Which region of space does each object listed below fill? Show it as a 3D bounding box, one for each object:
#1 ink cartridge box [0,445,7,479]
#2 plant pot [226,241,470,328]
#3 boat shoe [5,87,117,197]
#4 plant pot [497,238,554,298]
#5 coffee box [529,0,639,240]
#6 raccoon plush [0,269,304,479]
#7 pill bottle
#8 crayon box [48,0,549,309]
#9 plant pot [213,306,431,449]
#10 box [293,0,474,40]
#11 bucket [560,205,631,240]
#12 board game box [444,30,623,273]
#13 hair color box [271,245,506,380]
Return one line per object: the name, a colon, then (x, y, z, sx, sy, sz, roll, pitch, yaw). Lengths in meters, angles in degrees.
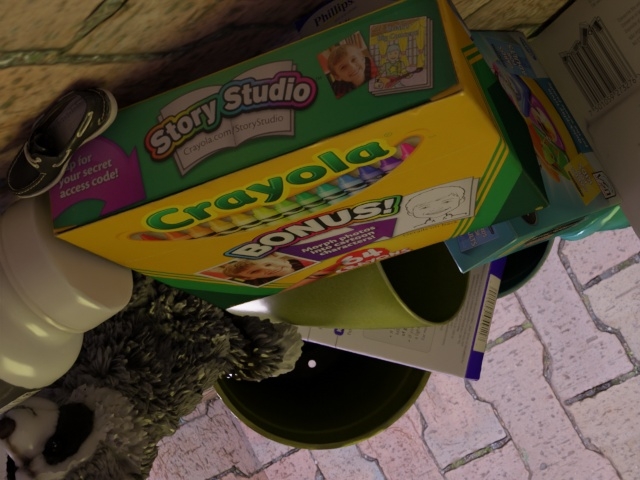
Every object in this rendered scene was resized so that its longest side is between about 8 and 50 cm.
ink cartridge box: (-0.480, 0.317, 1.707, 0.270, 0.151, 0.395, -8, 179, -24)
plant pot: (0.000, 0.000, 1.499, 0.293, 0.275, 0.275, -14, 180, 31)
boat shoe: (-0.217, -0.078, 0.944, 0.125, 0.046, 0.038, -35, 169, 23)
plant pot: (0.244, -0.075, 1.751, 0.271, 0.272, 0.255, -33, -178, 28)
coffee box: (0.543, -0.227, 1.470, 0.334, 0.338, 0.337, -23, 170, -34)
raccoon plush: (-0.156, 0.195, 1.281, 0.446, 0.299, 0.216, 8, 148, -35)
pill bottle: (-0.334, 0.082, 1.075, 0.318, 0.176, 0.176, -32, 171, 18)
crayon box: (-0.008, -0.059, 1.054, 0.363, 0.106, 0.313, -19, 160, 18)
plant pot: (-0.024, 0.133, 1.923, 0.366, 0.366, 0.353, -27, -177, -8)
box: (0.062, -0.191, 1.072, 0.126, 0.072, 0.137, -31, 170, 14)
bucket: (0.421, -0.134, 1.902, 0.183, 0.281, 0.281, -14, 163, -46)
board game box: (0.201, -0.115, 1.336, 0.079, 0.254, 0.336, -35, 169, 32)
hair color box: (0.072, 0.069, 1.636, 0.338, 0.185, 0.110, 13, 176, 19)
